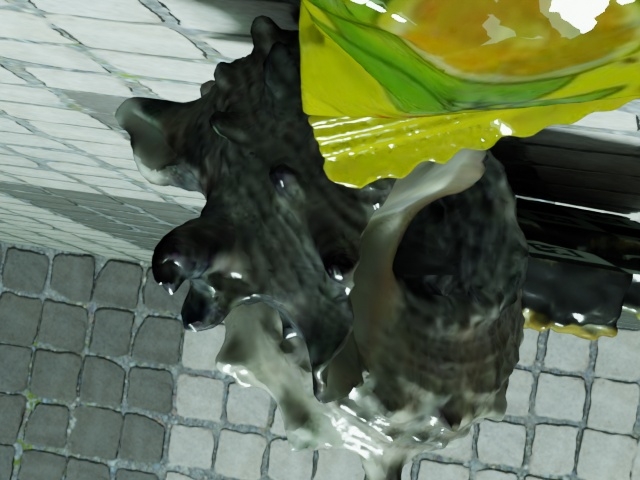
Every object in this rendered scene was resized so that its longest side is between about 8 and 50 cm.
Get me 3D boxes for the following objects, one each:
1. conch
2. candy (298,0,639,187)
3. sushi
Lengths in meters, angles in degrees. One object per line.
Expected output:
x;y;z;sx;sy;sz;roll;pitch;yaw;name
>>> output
0.010;0.008;0.852;0.186;0.241;0.313;-10;169;5;conch
0.059;-0.088;0.500;0.187;0.081;0.297;-10;161;8;candy
0.109;0.012;1.221;0.343;0.064;0.359;9;-171;-12;sushi
